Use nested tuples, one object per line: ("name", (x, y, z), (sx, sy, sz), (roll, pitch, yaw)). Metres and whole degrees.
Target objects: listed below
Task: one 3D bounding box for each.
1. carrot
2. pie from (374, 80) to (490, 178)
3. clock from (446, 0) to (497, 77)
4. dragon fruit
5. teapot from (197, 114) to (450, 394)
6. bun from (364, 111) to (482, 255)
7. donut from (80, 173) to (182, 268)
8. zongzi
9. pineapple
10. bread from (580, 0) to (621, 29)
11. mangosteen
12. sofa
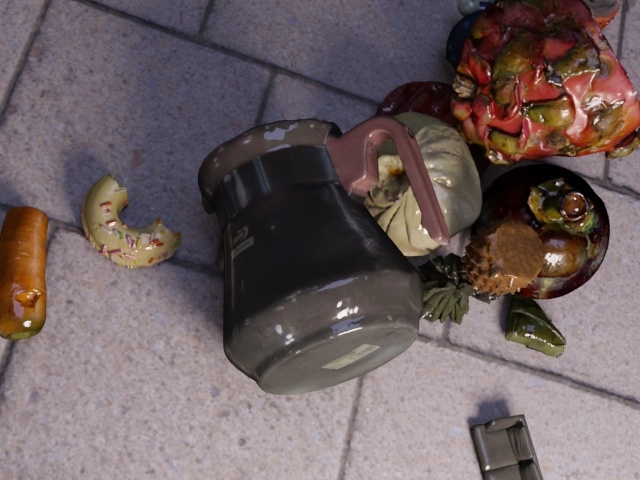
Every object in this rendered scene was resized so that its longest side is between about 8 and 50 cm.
("carrot", (-0.440, 0.047, 1.402), (0.087, 0.087, 0.194), (0, 67, -17))
("pie", (0.205, -0.185, 1.703), (0.204, 0.054, 0.219), (-29, 78, -24))
("clock", (0.328, -0.372, 1.766), (0.199, 0.146, 0.243), (41, 56, 0))
("dragon fruit", (0.334, -0.243, 1.569), (0.262, 0.296, 0.314), (-30, 48, 9))
("teapot", (0.000, 0.000, 1.415), (0.305, 0.376, 0.362), (19, 45, -58))
("bun", (0.142, -0.101, 1.546), (0.243, 0.153, 0.244), (-10, 67, 24))
("donut", (-0.302, -0.023, 1.478), (0.166, 0.065, 0.108), (45, 65, 3))
("zongzi", (0.370, 0.132, 1.633), (0.109, 0.055, 0.119), (22, 54, -10))
("pineapple", (0.240, 0.053, 1.494), (0.130, 0.277, 0.119), (-13, 78, -26))
("bread", (0.511, -0.478, 1.897), (0.160, 0.073, 0.161), (8, 65, -16))
("mangosteen", (0.372, -0.029, 1.561), (0.231, 0.289, 0.231), (4, 69, -11))
("sofa", (0.299, 0.354, 1.518), (0.085, 0.060, 0.147), (-6, 72, -19))
